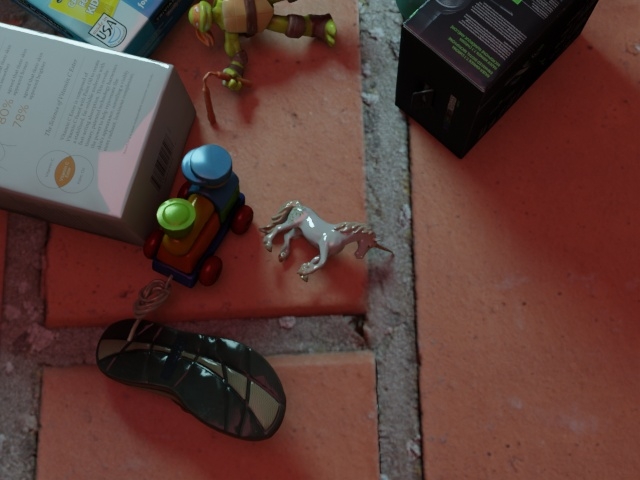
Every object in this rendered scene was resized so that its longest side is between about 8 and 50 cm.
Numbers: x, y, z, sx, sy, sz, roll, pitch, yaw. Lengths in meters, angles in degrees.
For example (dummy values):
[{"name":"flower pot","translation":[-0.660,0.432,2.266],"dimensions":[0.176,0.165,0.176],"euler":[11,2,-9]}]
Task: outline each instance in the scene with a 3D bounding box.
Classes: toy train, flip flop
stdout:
[{"name":"toy train","translation":[-0.180,0.003,1.091],"dimensions":[0.105,0.143,0.248],"euler":[25,64,9]},{"name":"flip flop","translation":[-0.164,0.178,1.108],"dimensions":[0.277,0.080,0.112],"euler":[14,65,23]}]

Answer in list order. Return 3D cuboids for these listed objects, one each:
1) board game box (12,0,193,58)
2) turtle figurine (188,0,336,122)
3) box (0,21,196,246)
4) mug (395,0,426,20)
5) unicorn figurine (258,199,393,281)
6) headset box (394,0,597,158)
[{"name":"board game box","translation":[-0.331,-0.422,1.216],"dimensions":[0.336,0.079,0.253],"euler":[34,81,9]},{"name":"turtle figurine","translation":[-0.090,-0.305,1.200],"dimensions":[0.218,0.087,0.269],"euler":[-6,109,-9]},{"name":"box","translation":[-0.371,-0.146,1.147],"dimensions":[0.346,0.168,0.214],"euler":[15,78,6]},{"name":"mug","translation":[0.175,-0.383,1.210],"dimensions":[0.130,0.097,0.157],"euler":[19,79,7]},{"name":"unicorn figurine","translation":[0.000,0.000,1.147],"dimensions":[0.162,0.060,0.111],"euler":[40,82,11]},{"name":"headset box","translation":[0.225,-0.263,1.104],"dimensions":[0.131,0.246,0.283],"euler":[42,83,11]}]
